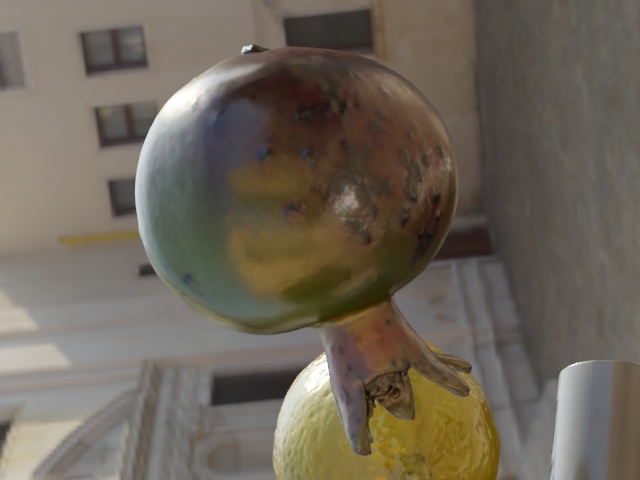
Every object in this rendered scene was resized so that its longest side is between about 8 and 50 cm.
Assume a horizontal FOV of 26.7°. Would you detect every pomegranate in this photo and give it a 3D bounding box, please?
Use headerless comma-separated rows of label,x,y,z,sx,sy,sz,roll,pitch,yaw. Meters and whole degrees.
pomegranate,0.001,-0.004,0.525,0.159,0.129,0.129,52,167,23

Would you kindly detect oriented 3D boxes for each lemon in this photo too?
lemon,0.052,0.162,1.041,0.203,0.178,0.178,-148,51,-80

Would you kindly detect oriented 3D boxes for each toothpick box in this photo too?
toothpick box,0.251,0.205,1.154,0.111,0.111,0.181,81,-164,-65
